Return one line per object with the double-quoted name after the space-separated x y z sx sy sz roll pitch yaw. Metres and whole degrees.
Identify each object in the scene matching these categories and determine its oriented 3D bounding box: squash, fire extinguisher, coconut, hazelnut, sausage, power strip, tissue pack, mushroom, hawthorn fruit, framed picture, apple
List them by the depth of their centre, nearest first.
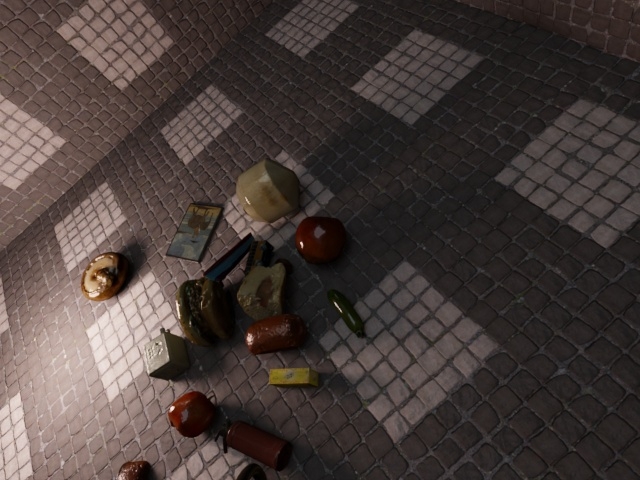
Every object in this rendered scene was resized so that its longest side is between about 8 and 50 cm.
-0.277 0.792 1.602 0.338 0.107 0.147 8 90 30 "fire extinguisher"
-0.104 0.547 1.645 0.176 0.095 0.062 -8 60 22 "tissue pack"
0.105 0.289 1.700 0.069 0.069 0.258 -41 54 1 "squash"
-0.520 0.707 1.720 0.179 0.179 0.200 32 69 35 "hawthorn fruit"
-0.192 0.393 1.734 0.268 0.153 0.140 -18 66 18 "sausage"
0.000 0.000 1.824 0.230 0.230 0.229 -11 60 20 "apple"
-0.174 0.123 1.921 0.087 0.086 0.086 -11 60 20 "hazelnut"
-0.724 0.515 1.935 0.140 0.139 0.224 -34 55 6 "power strip"
-0.247 -0.251 2.030 0.324 0.323 0.322 -11 60 20 "coconut"
-0.698 -0.048 2.302 0.265 0.016 0.346 10 70 29 "framed picture"
-1.202 0.202 2.327 0.278 0.163 0.296 20 74 41 "mushroom"

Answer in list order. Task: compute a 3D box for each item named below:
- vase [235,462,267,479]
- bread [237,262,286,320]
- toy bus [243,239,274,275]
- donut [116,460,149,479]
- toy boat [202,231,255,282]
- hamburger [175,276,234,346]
-0.244 0.944 1.417 0.241 0.302 0.329 -14 41 19 "vase"
-0.241 0.245 1.842 0.184 0.211 0.224 -1 36 9 "bread"
-0.297 0.096 1.983 0.103 0.091 0.181 0 64 25 "toy bus"
-0.767 1.030 1.683 0.113 0.151 0.294 -24 55 1 "donut"
-0.413 0.080 1.929 0.136 0.079 0.392 -50 3 32 "toy boat"
-0.521 0.299 1.882 0.196 0.276 0.317 -17 53 7 "hamburger"
